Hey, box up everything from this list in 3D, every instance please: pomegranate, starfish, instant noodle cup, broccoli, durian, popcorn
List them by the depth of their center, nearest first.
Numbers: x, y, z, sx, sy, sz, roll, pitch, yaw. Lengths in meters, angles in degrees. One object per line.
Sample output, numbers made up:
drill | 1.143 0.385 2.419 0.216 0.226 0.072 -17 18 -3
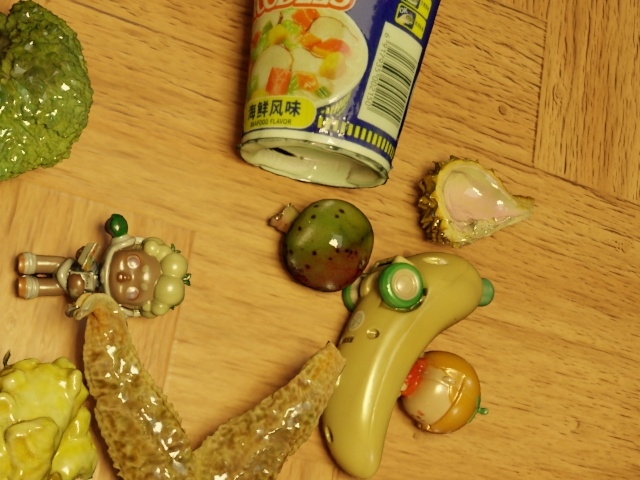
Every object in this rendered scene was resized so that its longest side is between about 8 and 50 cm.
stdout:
popcorn | -0.314 0.199 1.132 0.142 0.173 0.173 28 59 27
broccoli | -0.392 -0.132 1.180 0.302 0.186 0.254 -20 50 -11
starfish | -0.103 0.256 1.223 0.324 0.082 0.432 -7 88 -17
instant noodle cup | 0.021 -0.239 1.373 0.284 0.284 0.312 15 78 -23
pomegranate | 0.006 0.005 1.375 0.130 0.130 0.130 7 74 -25
durian | 0.214 -0.045 1.513 0.224 0.078 0.140 0 65 -37

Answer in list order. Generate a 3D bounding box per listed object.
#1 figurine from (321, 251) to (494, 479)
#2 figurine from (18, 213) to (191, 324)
figurine | 0.116 0.161 1.387 0.222 0.124 0.324 33 68 -20
figurine | -0.248 0.042 1.243 0.197 0.093 0.147 1 89 -24
